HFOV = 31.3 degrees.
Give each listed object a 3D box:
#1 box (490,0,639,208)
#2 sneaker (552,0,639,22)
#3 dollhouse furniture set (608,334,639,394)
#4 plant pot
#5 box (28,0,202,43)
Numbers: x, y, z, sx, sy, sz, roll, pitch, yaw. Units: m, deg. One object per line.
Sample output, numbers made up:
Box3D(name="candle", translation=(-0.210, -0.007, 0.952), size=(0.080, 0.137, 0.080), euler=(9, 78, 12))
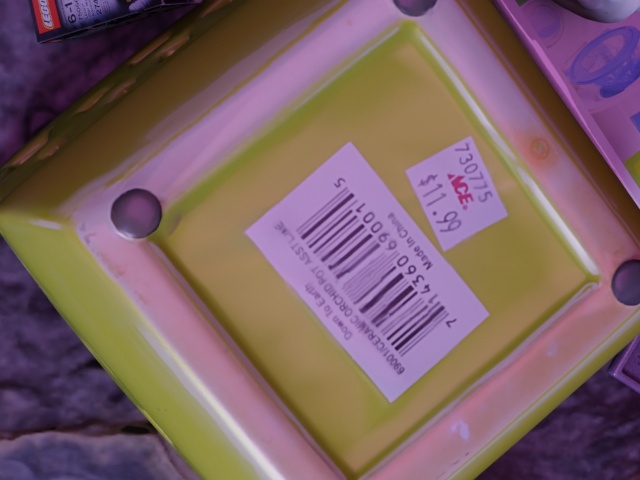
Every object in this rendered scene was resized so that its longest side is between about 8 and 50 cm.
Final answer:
Box3D(name="box", translation=(0.135, -0.108, 0.565), size=(0.114, 0.103, 0.203), euler=(-37, 100, -7))
Box3D(name="sneaker", translation=(0.053, -0.268, 0.436), size=(0.150, 0.135, 0.366), euler=(-42, 106, -11))
Box3D(name="dollhouse furniture set", translation=(0.236, 0.068, 0.607), size=(0.114, 0.081, 0.091), euler=(33, 88, -11))
Box3D(name="plant pot", translation=(0.000, 0.000, 0.495), size=(0.227, 0.207, 0.228), euler=(-39, 101, -6))
Box3D(name="box", translation=(-0.107, -0.166, 0.522), size=(0.027, 0.094, 0.137), euler=(-17, 98, -48))
